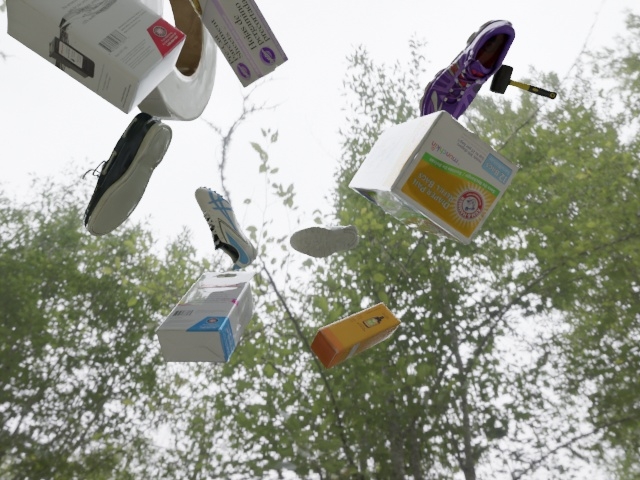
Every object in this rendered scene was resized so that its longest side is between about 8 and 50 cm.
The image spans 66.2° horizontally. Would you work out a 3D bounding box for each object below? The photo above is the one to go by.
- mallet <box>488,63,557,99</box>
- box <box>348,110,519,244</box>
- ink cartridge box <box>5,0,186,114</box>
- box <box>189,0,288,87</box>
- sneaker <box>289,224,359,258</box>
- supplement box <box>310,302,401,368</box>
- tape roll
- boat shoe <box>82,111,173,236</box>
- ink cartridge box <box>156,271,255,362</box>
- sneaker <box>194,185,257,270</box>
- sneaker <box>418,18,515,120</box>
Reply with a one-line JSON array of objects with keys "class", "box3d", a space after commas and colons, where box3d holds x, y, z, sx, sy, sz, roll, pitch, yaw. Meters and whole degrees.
[{"class": "mallet", "box3d": [0.460, -0.352, 1.096, 0.189, 0.039, 0.062, -2, -67, -23]}, {"class": "box", "box3d": [0.128, -0.077, 0.615, 0.114, 0.203, 0.103, 33, -89, -11]}, {"class": "ink cartridge box", "box3d": [-0.250, -0.234, 0.555, 0.150, 0.109, 0.063, 34, -39, -13]}, {"class": "box", "box3d": [-0.166, -0.388, 0.719, 0.067, 0.063, 0.324, -3, -55, 52]}, {"class": "sneaker", "box3d": [0.000, 0.000, 1.395, 0.235, 0.095, 0.090, -2, -84, -40]}, {"class": "supplement box", "box3d": [0.091, 0.232, 1.223, 0.233, 0.078, 0.080, -16, -38, -38]}, {"class": "tape roll", "box3d": [-0.316, -0.446, 1.036, 0.072, 0.392, 0.392, 4, -55, 8]}, {"class": "boat shoe", "box3d": [-0.382, -0.130, 0.941, 0.079, 0.095, 0.254, 29, -90, 14]}, {"class": "ink cartridge box", "box3d": [-0.173, 0.119, 0.799, 0.104, 0.181, 0.061, -2, -66, 12]}, {"class": "sneaker", "box3d": [-0.251, -0.033, 1.243, 0.237, 0.086, 0.085, 56, -38, -1]}, {"class": "sneaker", "box3d": [0.193, -0.219, 0.658, 0.068, 0.071, 0.170, 31, -66, -5]}]
